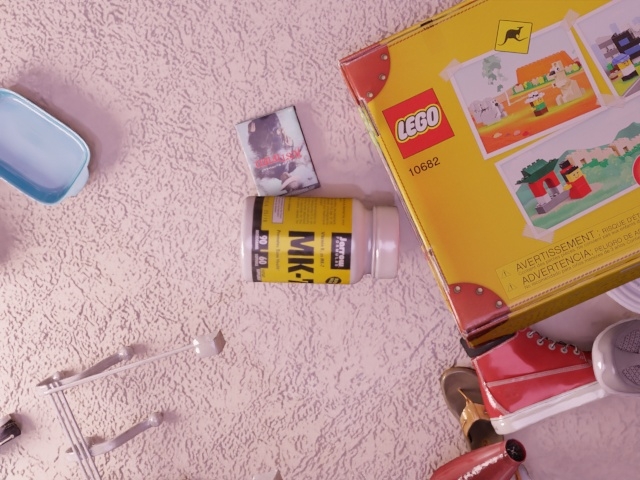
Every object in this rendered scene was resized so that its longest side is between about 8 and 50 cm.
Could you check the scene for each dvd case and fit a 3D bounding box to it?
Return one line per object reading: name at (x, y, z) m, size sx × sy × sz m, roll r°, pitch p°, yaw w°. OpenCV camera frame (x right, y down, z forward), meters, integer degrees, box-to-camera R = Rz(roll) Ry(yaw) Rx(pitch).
dvd case at (-0.059, -0.117, 1.438) m, size 0.087 × 0.013 × 0.119 m, roll -17°, pitch 102°, yaw 5°

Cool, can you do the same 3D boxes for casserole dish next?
casserole dish at (-0.401, -0.130, 1.433) m, size 0.188 × 0.037 × 0.114 m, roll 35°, pitch 101°, yaw -5°

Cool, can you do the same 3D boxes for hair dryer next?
hair dryer at (0.243, 0.400, 1.461) m, size 0.223 × 0.080 × 0.293 m, roll 19°, pitch 117°, yaw 39°

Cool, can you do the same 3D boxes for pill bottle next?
pill bottle at (0.000, 0.000, 1.408) m, size 0.208 × 0.119 × 0.119 m, roll 1°, pitch 102°, yaw 1°

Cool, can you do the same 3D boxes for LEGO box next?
LEGO box at (0.328, -0.139, 1.268) m, size 0.500 × 0.193 × 0.372 m, roll -24°, pitch 75°, yaw 6°

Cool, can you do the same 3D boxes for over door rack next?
over door rack at (-0.218, 0.264, 1.461) m, size 0.324 × 0.108 × 0.239 m, roll -16°, pitch 101°, yaw 26°

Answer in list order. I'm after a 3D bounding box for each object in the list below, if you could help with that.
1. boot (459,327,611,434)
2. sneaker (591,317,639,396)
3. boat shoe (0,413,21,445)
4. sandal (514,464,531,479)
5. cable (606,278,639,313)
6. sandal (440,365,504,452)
boot at (0.327, 0.146, 1.453) m, size 0.244 × 0.088 × 0.176 m, roll -20°, pitch 86°, yaw -4°
sneaker at (0.490, 0.143, 1.384) m, size 0.281 × 0.115 × 0.105 m, roll -5°, pitch 79°, yaw -22°
boat shoe at (-0.494, 0.306, 1.525) m, size 0.125 × 0.046 × 0.038 m, roll -39°, pitch 94°, yaw 0°
sandal at (0.294, 0.456, 1.514) m, size 0.076 × 0.102 × 0.265 m, roll -13°, pitch 93°, yaw 6°
cable at (0.474, -0.023, 1.405) m, size 0.257 × 0.089 × 0.257 m, roll -26°, pitch 100°, yaw 7°
sandal at (0.227, 0.263, 1.493) m, size 0.072 × 0.049 × 0.180 m, roll -18°, pitch 101°, yaw 5°
